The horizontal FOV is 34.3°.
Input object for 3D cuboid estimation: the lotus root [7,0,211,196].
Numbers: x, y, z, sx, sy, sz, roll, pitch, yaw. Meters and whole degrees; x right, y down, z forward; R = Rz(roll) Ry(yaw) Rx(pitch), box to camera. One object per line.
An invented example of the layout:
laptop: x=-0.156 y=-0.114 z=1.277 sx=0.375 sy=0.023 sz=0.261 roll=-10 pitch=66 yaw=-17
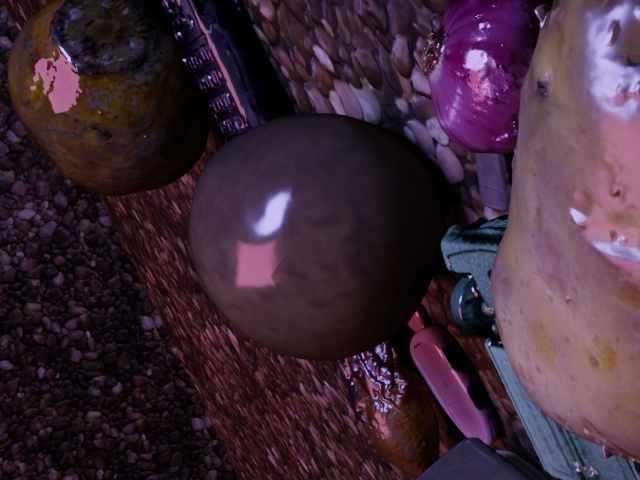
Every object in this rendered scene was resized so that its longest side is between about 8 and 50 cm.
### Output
lotus root: x=-0.259 y=-0.187 z=1.295 sx=0.250 sy=0.250 sz=0.346 roll=58 pitch=168 yaw=8

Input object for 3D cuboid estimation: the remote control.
remote control: x=-0.127 y=-0.248 z=1.123 sx=0.399 sy=0.062 sz=0.144 roll=65 pitch=163 yaw=-10

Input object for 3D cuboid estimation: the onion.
onion: x=0.113 y=-0.107 z=0.619 sx=0.104 sy=0.115 sz=0.115 roll=12 pitch=153 yaw=3

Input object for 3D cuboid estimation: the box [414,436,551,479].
box: x=0.175 y=0.330 z=0.949 sx=0.290 sy=0.220 sz=0.166 roll=34 pitch=162 yaw=54

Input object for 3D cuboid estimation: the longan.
longan: x=0.000 y=0.000 z=0.933 sx=0.246 sy=0.215 sz=0.246 roll=19 pitch=173 yaw=3

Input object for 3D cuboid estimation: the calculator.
calculator: x=0.133 y=0.142 z=1.085 sx=0.166 sy=0.024 sz=0.103 roll=59 pitch=164 yaw=9

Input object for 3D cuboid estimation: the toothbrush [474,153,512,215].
toothbrush: x=0.106 y=-0.131 z=0.698 sx=0.030 sy=0.030 sz=0.297 roll=31 pitch=150 yaw=42

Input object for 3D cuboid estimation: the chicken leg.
chicken leg: x=0.077 y=0.175 z=1.193 sx=0.322 sy=0.083 sz=0.177 roll=63 pitch=-178 yaw=17

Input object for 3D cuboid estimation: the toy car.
toy car: x=0.197 y=0.122 z=0.733 sx=0.321 sy=0.097 sz=0.141 roll=63 pitch=163 yaw=-11

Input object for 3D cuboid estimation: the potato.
potato: x=0.171 y=-0.008 z=0.519 sx=0.191 sy=0.141 sz=0.296 roll=45 pitch=153 yaw=50
